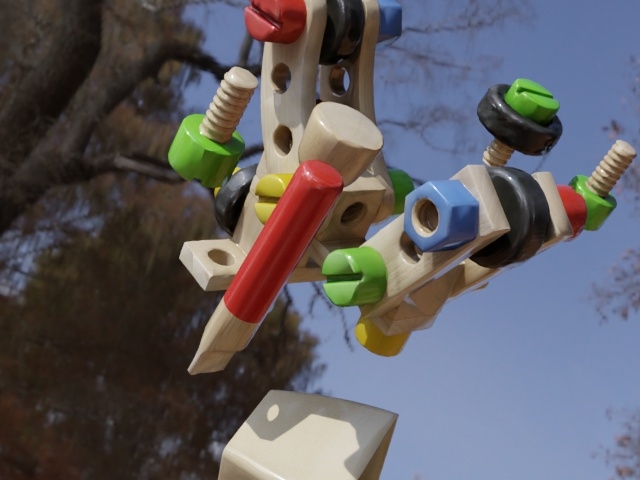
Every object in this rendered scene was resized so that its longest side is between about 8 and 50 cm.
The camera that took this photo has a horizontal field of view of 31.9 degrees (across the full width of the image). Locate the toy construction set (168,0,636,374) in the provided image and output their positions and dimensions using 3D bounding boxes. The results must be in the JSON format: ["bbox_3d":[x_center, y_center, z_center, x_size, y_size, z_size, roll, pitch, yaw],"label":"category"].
[{"bbox_3d":[0.000,0.000,0.698,0.257,0.309,0.237,38,-59,11],"label":"toy construction set"}]

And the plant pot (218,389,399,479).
[{"bbox_3d":[-0.016,0.173,0.816,0.096,0.109,0.109,25,-49,14],"label":"plant pot"}]
